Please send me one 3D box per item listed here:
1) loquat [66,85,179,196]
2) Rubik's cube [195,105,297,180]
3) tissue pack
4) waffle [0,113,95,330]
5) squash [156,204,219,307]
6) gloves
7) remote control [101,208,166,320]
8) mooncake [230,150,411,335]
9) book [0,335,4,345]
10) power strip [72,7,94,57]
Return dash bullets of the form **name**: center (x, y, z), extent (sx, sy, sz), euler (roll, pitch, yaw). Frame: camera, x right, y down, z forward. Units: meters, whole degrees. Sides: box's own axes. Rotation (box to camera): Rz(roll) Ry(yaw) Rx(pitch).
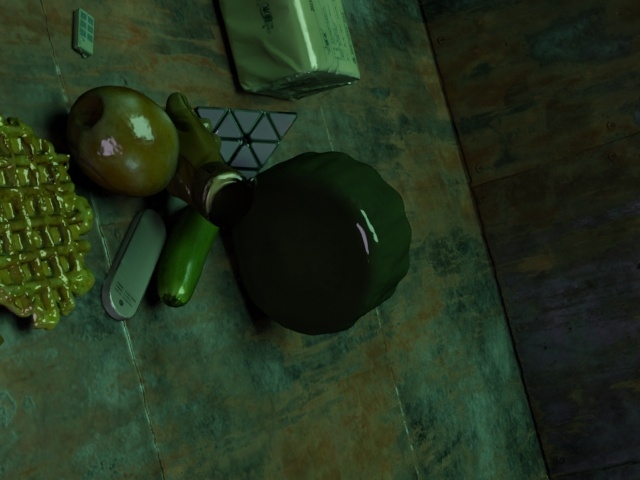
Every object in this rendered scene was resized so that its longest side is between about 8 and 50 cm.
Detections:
- **loquat**: center (-0.326, -0.162, 1.767), extent (0.227, 0.179, 0.179), euler (47, 36, -57)
- **Rubik's cube**: center (-0.166, -0.252, 2.177), extent (0.178, 0.190, 0.211), euler (25, 47, -35)
- **tissue pack**: center (-0.081, -0.522, 2.398), extent (0.297, 0.207, 0.380), euler (-6, 81, -65)
- **waffle**: center (-0.444, -0.033, 1.571), extent (0.325, 0.068, 0.302), euler (55, 30, -43)
- **squash**: center (-0.243, 0.014, 1.924), extent (0.082, 0.082, 0.292), euler (57, 30, -31)
- **gloves**: center (-0.236, -0.147, 1.927), extent (0.154, 0.141, 0.331), euler (44, 5, -46)
- **remote control**: center (-0.321, 0.038, 1.829), extent (0.077, 0.022, 0.245), euler (53, 34, -32)
- **mooncake**: center (0.000, 0.000, 2.099), extent (0.194, 0.356, 0.356), euler (-27, 100, -56)
- **book**: center (-0.548, 0.077, 1.371), extent (0.295, 0.020, 0.208), euler (62, 29, -22)
- **power strip**: center (-0.420, -0.368, 1.870), extent (0.040, 0.016, 0.090), euler (32, 47, -54)
